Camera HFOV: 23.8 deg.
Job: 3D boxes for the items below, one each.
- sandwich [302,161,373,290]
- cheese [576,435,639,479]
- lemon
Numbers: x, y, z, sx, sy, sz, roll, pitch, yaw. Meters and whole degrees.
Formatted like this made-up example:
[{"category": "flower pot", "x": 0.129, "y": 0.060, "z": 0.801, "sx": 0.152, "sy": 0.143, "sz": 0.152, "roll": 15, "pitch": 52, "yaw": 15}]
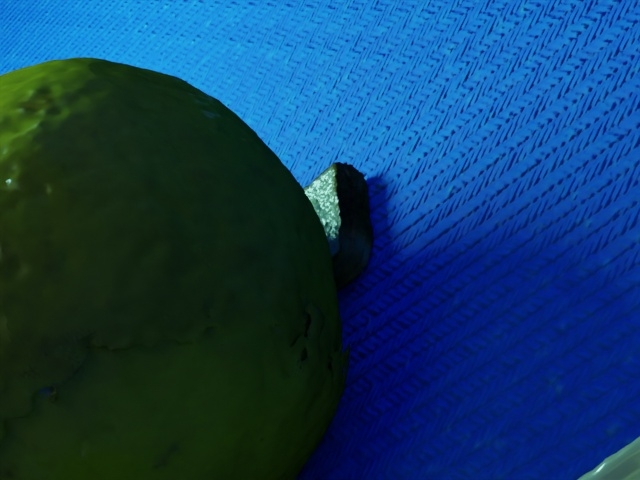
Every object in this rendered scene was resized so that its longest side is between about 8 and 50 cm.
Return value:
[{"category": "sandwich", "x": 0.000, "y": 0.000, "z": 1.170, "sx": 0.093, "sy": 0.036, "sz": 0.105, "roll": -43, "pitch": 35, "yaw": 26}, {"category": "cheese", "x": 0.160, "y": 0.184, "z": 0.526, "sx": 0.242, "sy": 0.265, "sz": 0.124, "roll": -40, "pitch": 37, "yaw": 31}, {"category": "lemon", "x": -0.158, "y": 0.043, "z": 1.053, "sx": 0.350, "sy": 0.350, "sz": 0.387, "roll": -44, "pitch": 49, "yaw": 26}]
